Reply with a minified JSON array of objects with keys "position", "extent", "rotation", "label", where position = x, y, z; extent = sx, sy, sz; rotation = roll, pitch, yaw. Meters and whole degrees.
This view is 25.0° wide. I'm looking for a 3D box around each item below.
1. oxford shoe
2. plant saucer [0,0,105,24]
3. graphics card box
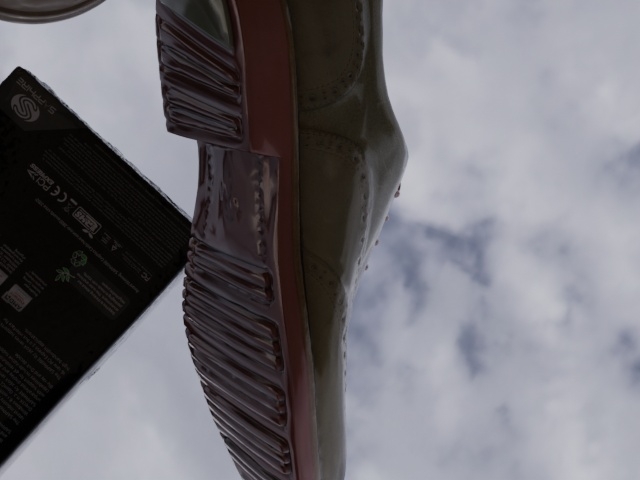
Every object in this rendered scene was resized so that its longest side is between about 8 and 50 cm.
[{"position":[0.000,0.000,0.795],"extent":[0.130,0.348,0.123],"rotation":[-17,-152,-31],"label":"oxford shoe"},{"position":[-0.304,-0.365,1.506],"extent":[0.278,0.041,0.277],"rotation":[-1,-87,-22],"label":"plant saucer"},{"position":[-0.300,0.058,1.274],"extent":[0.233,0.094,0.371],"rotation":[41,-91,2],"label":"graphics card box"}]
